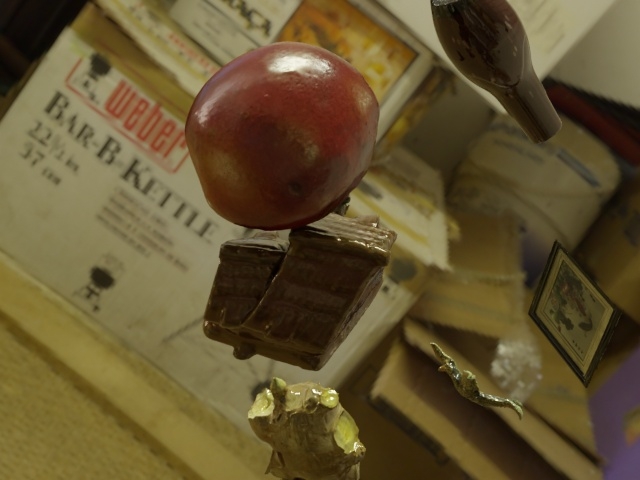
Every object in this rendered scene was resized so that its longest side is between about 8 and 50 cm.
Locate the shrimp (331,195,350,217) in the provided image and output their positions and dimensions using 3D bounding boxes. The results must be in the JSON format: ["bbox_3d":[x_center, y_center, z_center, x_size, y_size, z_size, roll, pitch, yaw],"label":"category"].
[{"bbox_3d":[-0.002,-0.001,1.868,0.052,0.251,0.143,26,24,-6],"label":"shrimp"}]

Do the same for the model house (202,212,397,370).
[{"bbox_3d":[-0.025,0.042,1.438,0.199,0.229,0.219,23,58,5],"label":"model house"}]

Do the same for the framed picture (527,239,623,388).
[{"bbox_3d":[0.444,0.128,1.998,0.010,0.199,0.195,-11,45,-24],"label":"framed picture"}]

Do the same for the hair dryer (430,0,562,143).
[{"bbox_3d":[0.259,-0.343,1.852,0.312,0.123,0.340,48,15,-35],"label":"hair dryer"}]

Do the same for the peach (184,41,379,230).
[{"bbox_3d":[-0.042,-0.125,1.348,0.243,0.243,0.199,55,-3,41],"label":"peach"}]

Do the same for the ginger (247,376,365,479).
[{"bbox_3d":[-0.021,0.275,1.624,0.216,0.157,0.102,65,30,-25],"label":"ginger"}]

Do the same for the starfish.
[{"bbox_3d":[0.269,0.251,1.975,0.208,0.053,0.176,29,-10,25],"label":"starfish"}]
